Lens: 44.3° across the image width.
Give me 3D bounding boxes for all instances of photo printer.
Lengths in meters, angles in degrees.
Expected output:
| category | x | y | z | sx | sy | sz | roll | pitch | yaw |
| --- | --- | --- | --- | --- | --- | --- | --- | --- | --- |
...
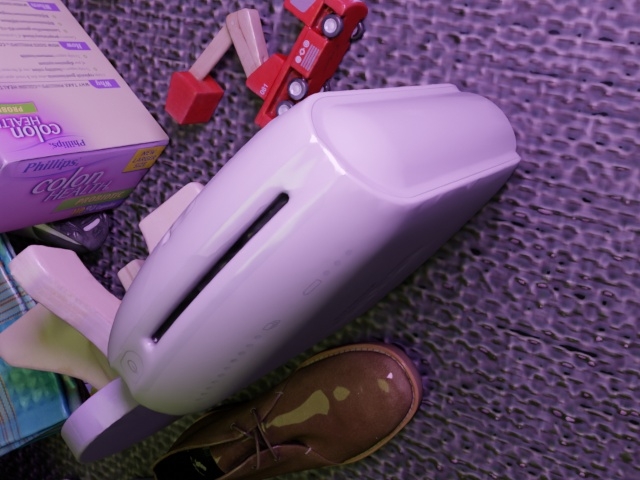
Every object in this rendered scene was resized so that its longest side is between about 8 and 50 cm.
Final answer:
| category | x | y | z | sx | sy | sz | roll | pitch | yaw |
| --- | --- | --- | --- | --- | --- | --- | --- | --- | --- |
| photo printer | 0.000 | 0.000 | 0.582 | 0.107 | 0.307 | 0.256 | 51 | 119 | 11 |

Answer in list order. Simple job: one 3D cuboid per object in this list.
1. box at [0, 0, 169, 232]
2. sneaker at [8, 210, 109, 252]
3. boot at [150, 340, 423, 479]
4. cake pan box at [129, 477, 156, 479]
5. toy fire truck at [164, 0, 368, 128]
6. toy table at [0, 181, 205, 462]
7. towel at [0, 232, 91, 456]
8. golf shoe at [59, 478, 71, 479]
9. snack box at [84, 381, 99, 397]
| category | x | y | z | sx | sy | sz | roll | pitch | yaw |
| --- | --- | --- | --- | --- | --- | --- | --- | --- | --- |
| box | -0.317 | -0.142 | 0.787 | 0.243 | 0.213 | 0.117 | 51 | 120 | 10 |
| sneaker | -0.360 | -0.051 | 0.894 | 0.271 | 0.100 | 0.108 | 25 | 126 | 9 |
| boot | -0.039 | 0.190 | 0.763 | 0.305 | 0.115 | 0.112 | -29 | 84 | 31 |
| cake pan box | -0.228 | 0.432 | 0.849 | 0.070 | 0.246 | 0.267 | -12 | 95 | 32 |
| toy fire truck | -0.055 | -0.167 | 0.727 | 0.135 | 0.047 | 0.192 | 40 | 117 | 18 |
| toy table | -0.168 | 0.082 | 0.727 | 0.252 | 0.274 | 0.161 | -36 | 79 | -4 |
| towel | -0.430 | 0.073 | 0.836 | 0.271 | 0.040 | 0.370 | -26 | 89 | 13 |
| golf shoe | -0.280 | 0.379 | 0.982 | 0.186 | 0.086 | 0.067 | 61 | 166 | 20 |
| snack box | -0.297 | 0.136 | 0.943 | 0.100 | 0.037 | 0.141 | -8 | 97 | 32 |
